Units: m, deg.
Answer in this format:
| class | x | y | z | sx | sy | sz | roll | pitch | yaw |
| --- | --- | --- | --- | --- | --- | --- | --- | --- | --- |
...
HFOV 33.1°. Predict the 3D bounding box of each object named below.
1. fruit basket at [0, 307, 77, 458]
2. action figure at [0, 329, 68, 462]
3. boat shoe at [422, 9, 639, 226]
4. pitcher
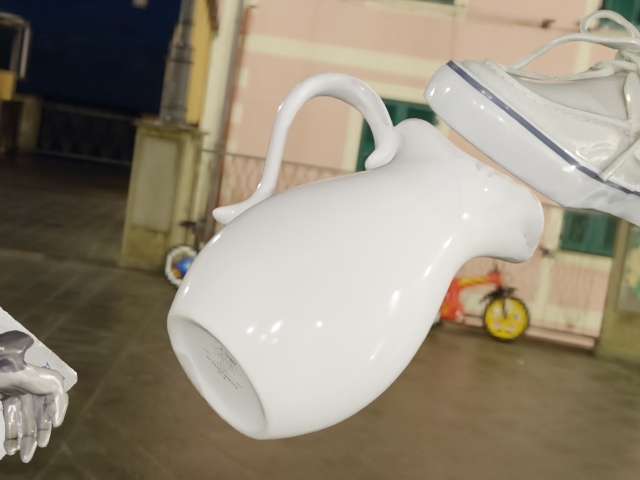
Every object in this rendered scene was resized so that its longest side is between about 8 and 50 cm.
| class | x | y | z | sx | sy | sz | roll | pitch | yaw |
| --- | --- | --- | --- | --- | --- | --- | --- | --- | --- |
| fruit basket | -0.410 | 0.121 | 0.795 | 0.353 | 0.327 | 0.165 | 48 | -9 | -24 |
| action figure | -0.189 | 0.094 | 0.418 | 0.164 | 0.276 | 0.141 | -26 | -18 | 1 |
| boat shoe | 0.245 | -0.103 | 0.846 | 0.367 | 0.156 | 0.136 | 17 | 26 | -38 |
| pitcher | 0.000 | 0.000 | 0.623 | 0.207 | 0.125 | 0.178 | -37 | 71 | -28 |
